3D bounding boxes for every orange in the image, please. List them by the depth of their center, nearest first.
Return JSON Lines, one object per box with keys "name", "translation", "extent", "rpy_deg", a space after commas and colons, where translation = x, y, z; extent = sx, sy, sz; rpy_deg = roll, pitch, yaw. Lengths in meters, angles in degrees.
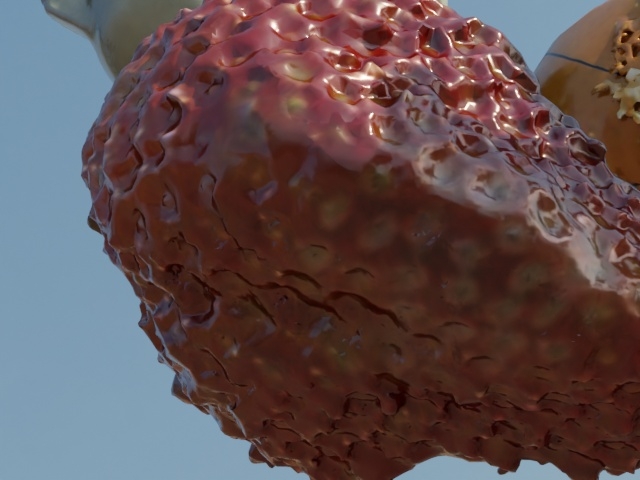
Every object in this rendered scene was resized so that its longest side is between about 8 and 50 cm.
{"name": "orange", "translation": [0.209, -0.053, 1.011], "extent": [0.234, 0.182, 0.234], "rpy_deg": [-25, -11, -5]}

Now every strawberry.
{"name": "strawberry", "translation": [0.000, -0.007, 0.592], "extent": [0.236, 0.175, 0.107], "rpy_deg": [-9, -13, 37]}

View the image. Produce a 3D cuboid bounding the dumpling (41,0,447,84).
{"name": "dumpling", "translation": [-0.035, -0.143, 1.075], "extent": [0.193, 0.258, 0.147], "rpy_deg": [-54, -11, 1]}
